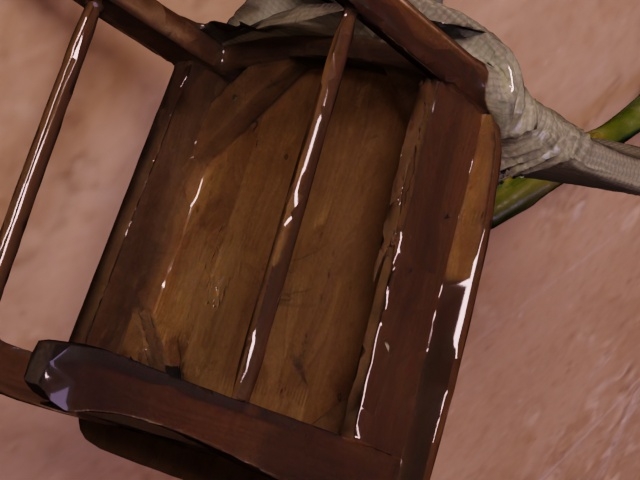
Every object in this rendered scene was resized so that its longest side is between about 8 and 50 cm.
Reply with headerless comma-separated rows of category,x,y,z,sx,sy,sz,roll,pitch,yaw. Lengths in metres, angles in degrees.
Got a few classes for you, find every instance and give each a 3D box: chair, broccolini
chair,0.000,0.000,0.579,0.319,0.160,0.186,26,76,-48
broccolini,0.150,-0.060,0.886,0.254,0.071,0.057,-28,-175,-17

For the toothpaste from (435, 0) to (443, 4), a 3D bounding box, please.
toothpaste,0.030,-0.058,0.733,0.060,0.038,0.233,-31,142,-31
